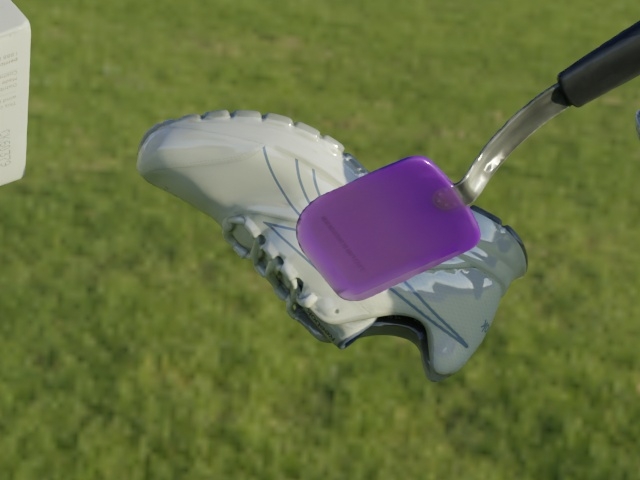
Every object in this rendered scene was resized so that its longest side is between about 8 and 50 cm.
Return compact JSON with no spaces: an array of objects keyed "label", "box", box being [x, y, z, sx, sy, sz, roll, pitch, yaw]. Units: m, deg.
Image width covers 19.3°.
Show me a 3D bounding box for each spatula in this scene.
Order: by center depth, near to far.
[{"label":"spatula","box":[0.119,-0.065,1.044,0.296,0.084,0.030,-35,38,5]}]

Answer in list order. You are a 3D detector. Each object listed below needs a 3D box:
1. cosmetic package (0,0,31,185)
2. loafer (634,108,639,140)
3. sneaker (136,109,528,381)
[{"label":"cosmetic package","box":[-0.319,-0.130,1.364,0.151,0.151,0.184,-23,54,-30]},{"label":"loafer","box":[0.341,0.006,1.236,0.319,0.111,0.112,45,18,9]},{"label":"sneaker","box":[0.000,0.000,1.362,0.297,0.129,0.111,23,-16,-1]}]
